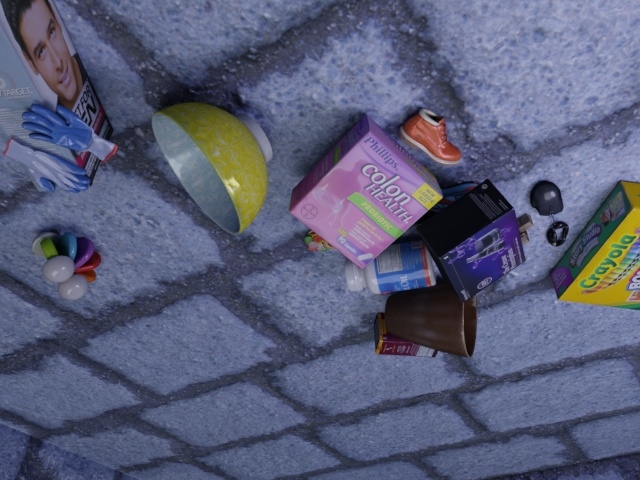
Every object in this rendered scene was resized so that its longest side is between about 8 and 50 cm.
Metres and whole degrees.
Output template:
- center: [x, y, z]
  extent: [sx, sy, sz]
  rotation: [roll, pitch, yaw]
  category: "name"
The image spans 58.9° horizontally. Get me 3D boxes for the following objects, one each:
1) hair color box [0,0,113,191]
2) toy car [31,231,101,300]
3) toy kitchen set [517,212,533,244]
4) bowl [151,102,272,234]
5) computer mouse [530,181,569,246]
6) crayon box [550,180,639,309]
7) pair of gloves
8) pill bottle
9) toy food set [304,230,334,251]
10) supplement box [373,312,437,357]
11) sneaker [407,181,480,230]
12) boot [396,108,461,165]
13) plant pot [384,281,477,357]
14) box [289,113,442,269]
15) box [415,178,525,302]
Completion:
- center: [-0.517, -0.287, 1.028]
  extent: [0.114, 0.185, 0.374]
  rotation: [-4, 139, 5]
  category: "hair color box"
- center: [-0.645, 0.051, 1.470]
  extent: [0.136, 0.159, 0.182]
  rotation: [-31, 140, -16]
  category: "toy car"
- center: [0.467, -0.029, 1.389]
  extent: [0.075, 0.068, 0.083]
  rotation: [29, 131, -28]
  category: "toy kitchen set"
- center: [-0.192, -0.170, 1.152]
  extent: [0.156, 0.289, 0.289]
  rotation: [-38, 142, -20]
  category: "bowl"
- center: [0.564, -0.054, 1.381]
  extent: [0.071, 0.041, 0.242]
  rotation: [-19, 136, 20]
  category: "computer mouse"
- center: [0.813, 0.031, 1.422]
  extent: [0.313, 0.106, 0.362]
  rotation: [6, 139, -6]
  category: "crayon box"
- center: [-0.472, -0.157, 1.020]
  extent: [0.159, 0.023, 0.198]
  rotation: [29, 129, -31]
  category: "pair of gloves"
- center: [0.181, 0.073, 1.472]
  extent: [0.222, 0.124, 0.124]
  rotation: [-10, 137, 13]
  category: "pill bottle"
- center: [0.000, 0.000, 1.469]
  extent: [0.083, 0.020, 0.083]
  rotation: [-18, 136, 21]
  category: "toy food set"
- center: [0.262, 0.289, 1.730]
  extent: [0.188, 0.104, 0.080]
  rotation: [3, 138, -3]
  category: "supplement box"
- center: [0.298, -0.058, 1.317]
  extent: [0.262, 0.125, 0.104]
  rotation: [-1, 139, 3]
  category: "sneaker"
- center: [0.248, -0.216, 1.192]
  extent: [0.158, 0.059, 0.084]
  rotation: [24, 129, -22]
  category: "boot"
- center: [0.304, 0.211, 1.588]
  extent: [0.231, 0.215, 0.215]
  rotation: [-1, 141, 24]
  category: "plant pot"
- center: [0.093, -0.100, 1.210]
  extent: [0.214, 0.117, 0.243]
  rotation: [39, 112, -19]
  category: "box"
- center: [0.341, 0.010, 1.261]
  extent: [0.184, 0.103, 0.261]
  rotation: [-33, 145, 7]
  category: "box"
